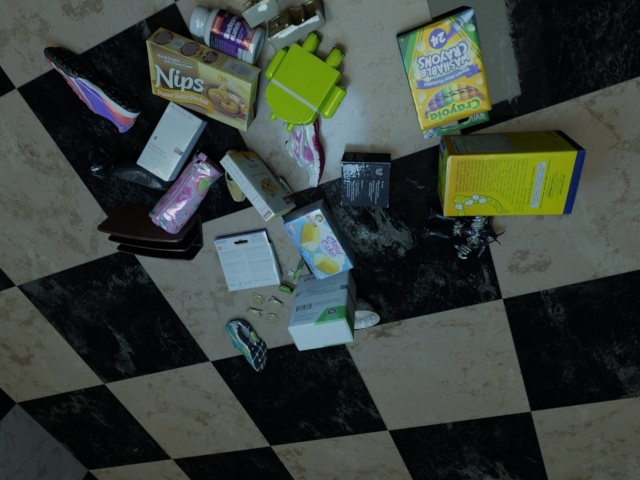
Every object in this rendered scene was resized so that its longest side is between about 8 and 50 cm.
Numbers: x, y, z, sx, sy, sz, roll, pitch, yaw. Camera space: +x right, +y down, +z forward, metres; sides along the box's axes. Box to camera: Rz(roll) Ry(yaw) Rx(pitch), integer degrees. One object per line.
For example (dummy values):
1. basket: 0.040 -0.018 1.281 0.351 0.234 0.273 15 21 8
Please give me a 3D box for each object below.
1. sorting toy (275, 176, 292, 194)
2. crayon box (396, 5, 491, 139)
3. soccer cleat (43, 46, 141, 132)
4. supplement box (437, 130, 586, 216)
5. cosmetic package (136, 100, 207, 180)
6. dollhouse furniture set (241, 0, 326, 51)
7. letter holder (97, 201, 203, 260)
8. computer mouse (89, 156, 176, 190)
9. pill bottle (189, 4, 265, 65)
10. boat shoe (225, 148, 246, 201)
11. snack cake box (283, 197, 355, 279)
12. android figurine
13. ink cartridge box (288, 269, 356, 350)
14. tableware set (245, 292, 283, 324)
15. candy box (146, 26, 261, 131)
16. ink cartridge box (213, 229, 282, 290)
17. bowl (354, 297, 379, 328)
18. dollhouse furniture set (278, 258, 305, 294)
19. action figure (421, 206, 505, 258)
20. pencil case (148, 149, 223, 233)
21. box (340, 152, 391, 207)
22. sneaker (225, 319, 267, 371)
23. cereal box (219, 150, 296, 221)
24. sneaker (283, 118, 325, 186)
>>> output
1. sorting toy: -0.140 -0.175 1.461 0.083 0.045 0.075 -34 118 25
2. crayon box: 0.358 -0.453 1.189 0.203 0.083 0.323 -15 118 17
3. soccer cleat: -0.738 -0.479 1.336 0.318 0.109 0.116 37 123 -16
4. supplement box: 0.544 -0.200 1.246 0.356 0.194 0.195 0 121 9
5. cosmetic package: -0.479 -0.319 1.356 0.117 0.085 0.231 31 100 -8
6. dollhouse furniture set: -0.113 -0.649 1.078 0.160 0.212 0.242 -19 142 21
7. letter holder: -0.615 -0.009 1.530 0.301 0.214 0.152 8 122 4
8. computer mouse: -0.625 -0.243 1.436 0.272 0.188 0.072 14 110 -11
9. pill bottle: -0.264 -0.588 1.190 0.193 0.108 0.108 22 122 -5
10. boat shoe: -0.302 -0.214 1.441 0.068 0.072 0.190 -1 121 10
11. snack cake box: 0.000 0.000 1.514 0.152 0.089 0.264 -22 115 21
12. android figurine: -0.051 -0.452 1.221 0.248 0.056 0.273 34 104 7
13. ink cartridge box: 0.017 0.244 1.542 0.211 0.289 0.122 -13 121 16
14. tableware set: -0.239 0.294 1.768 0.141 0.020 0.169 19 122 -2
15. candy box: -0.343 -0.471 1.241 0.316 0.088 0.183 23 145 -1
16. ink cartridge box: -0.279 0.076 1.620 0.223 0.045 0.224 -9 108 13
17. bowl: 0.145 0.279 1.650 0.170 0.080 0.170 -1 146 -1
18. dollhouse furniture set: -0.111 0.135 1.620 0.058 0.076 0.152 21 122 -2
19. action figure: 0.486 -0.023 1.396 0.275 0.141 0.164 12 110 3
20. pencil case: -0.452 -0.162 1.411 0.124 0.124 0.284 38 92 -14
21. box: 0.148 -0.198 1.368 0.158 0.093 0.156 3 121 8
22. sneaker: -0.325 0.462 1.853 0.109 0.107 0.275 -10 116 36
23. cereal box: -0.195 -0.180 1.347 0.047 0.173 0.240 -39 89 24
24. sneaker: -0.053 -0.293 1.346 0.111 0.103 0.253 -5 112 13
